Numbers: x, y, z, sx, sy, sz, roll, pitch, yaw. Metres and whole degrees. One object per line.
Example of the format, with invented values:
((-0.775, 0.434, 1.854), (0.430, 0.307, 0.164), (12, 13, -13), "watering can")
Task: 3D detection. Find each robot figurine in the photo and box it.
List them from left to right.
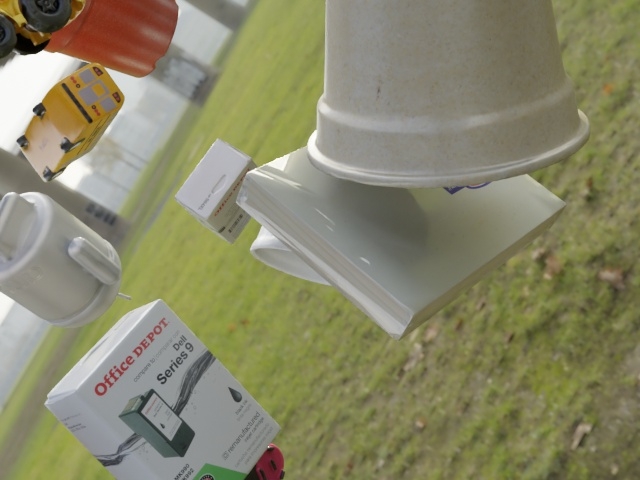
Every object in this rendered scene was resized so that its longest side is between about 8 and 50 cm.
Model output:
((-0.528, 0.042, 2.099), (0.300, 0.353, 0.199), (2, 62, 37), "robot figurine")

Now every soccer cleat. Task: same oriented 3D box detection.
((-0.204, 0.532, 2.236), (0.143, 0.116, 0.331), (-13, 19, 37), "soccer cleat")

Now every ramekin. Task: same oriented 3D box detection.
((0.000, 0.000, 2.307), (0.277, 0.277, 0.135), (153, 135, -71), "ramekin")

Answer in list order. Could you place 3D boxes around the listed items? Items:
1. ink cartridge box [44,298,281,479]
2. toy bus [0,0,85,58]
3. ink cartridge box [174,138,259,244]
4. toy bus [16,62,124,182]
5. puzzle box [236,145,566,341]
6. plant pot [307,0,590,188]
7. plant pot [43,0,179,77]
((-0.236, 0.267, 1.636), (0.122, 0.289, 0.211), (-25, 21, 51), "ink cartridge box")
((-0.498, -0.368, 1.605), (0.220, 0.211, 0.149), (-38, 12, -30), "toy bus")
((-0.186, -0.094, 2.111), (0.148, 0.086, 0.203), (-55, -16, -7), "ink cartridge box")
((-0.506, -0.229, 2.162), (0.130, 0.108, 0.333), (-39, 3, -29), "toy bus")
((0.120, -0.047, 1.405), (0.409, 0.272, 0.052), (-28, -29, -47), "puzzle box")
((0.134, -0.259, 1.224), (0.334, 0.334, 0.305), (-84, -12, -66), "plant pot")
((-0.459, -0.478, 2.249), (0.272, 0.265, 0.272), (-29, 51, 43), "plant pot")
